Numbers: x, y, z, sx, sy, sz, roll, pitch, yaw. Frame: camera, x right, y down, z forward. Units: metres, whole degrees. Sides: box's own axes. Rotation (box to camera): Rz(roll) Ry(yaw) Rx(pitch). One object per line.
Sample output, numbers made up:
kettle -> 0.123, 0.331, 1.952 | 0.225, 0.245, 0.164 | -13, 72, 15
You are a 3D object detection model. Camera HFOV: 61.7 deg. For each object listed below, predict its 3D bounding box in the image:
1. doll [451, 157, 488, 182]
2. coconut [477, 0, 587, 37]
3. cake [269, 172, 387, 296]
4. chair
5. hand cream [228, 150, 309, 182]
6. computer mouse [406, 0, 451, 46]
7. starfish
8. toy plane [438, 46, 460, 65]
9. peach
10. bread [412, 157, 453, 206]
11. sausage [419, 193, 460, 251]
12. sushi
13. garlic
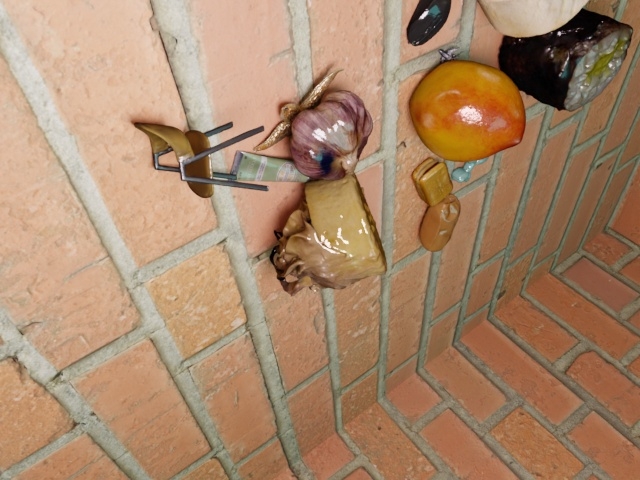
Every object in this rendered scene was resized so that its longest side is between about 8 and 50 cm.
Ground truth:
doll -> 0.545, -0.282, 1.963 | 0.158, 0.059, 0.159 | -45, 146, -5
coconut -> 0.544, -0.676, 1.381 | 0.328, 0.329, 0.329 | -27, 141, -25
cake -> -0.003, -0.007, 1.495 | 0.321, 0.332, 0.332 | -21, 145, 8
chair -> -0.259, -0.179, 1.147 | 0.247, 0.158, 0.172 | -16, 113, -32
hand cream -> -0.120, -0.182, 1.386 | 0.235, 0.055, 0.086 | 0, 126, -35
computer mouse -> 0.290, -0.585, 1.401 | 0.099, 0.057, 0.172 | 11, 118, -47
starfish -> -0.029, -0.308, 1.359 | 0.295, 0.048, 0.231 | -47, 151, 11
toy plane -> 0.370, -0.535, 1.557 | 0.083, 0.031, 0.078 | 5, 134, -51
peach -> 0.427, -0.370, 1.542 | 0.289, 0.308, 0.289 | -28, 135, -31
bread -> 0.391, -0.203, 1.868 | 0.116, 0.077, 0.200 | -46, 147, -3
sausage -> 0.450, -0.065, 2.026 | 0.136, 0.120, 0.241 | -18, 136, -37
sushi -> 0.744, -0.578, 1.670 | 0.299, 0.294, 0.281 | -27, 144, -23
garlic -> 0.035, -0.243, 1.312 | 0.245, 0.160, 0.245 | -32, 149, -22
